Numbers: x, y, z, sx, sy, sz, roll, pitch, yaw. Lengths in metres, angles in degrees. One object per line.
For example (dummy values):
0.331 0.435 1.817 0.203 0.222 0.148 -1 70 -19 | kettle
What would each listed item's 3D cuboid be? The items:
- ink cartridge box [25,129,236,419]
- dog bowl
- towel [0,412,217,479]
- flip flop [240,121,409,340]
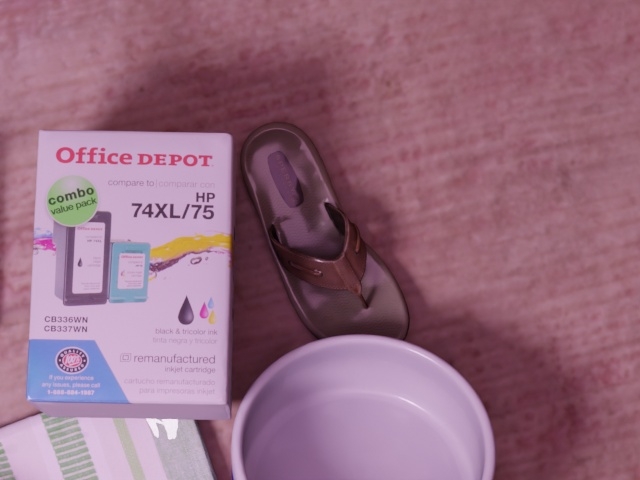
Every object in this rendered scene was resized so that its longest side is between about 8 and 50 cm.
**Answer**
-0.186 0.039 1.799 0.198 0.197 0.270 1 80 -2 | ink cartridge box
0.041 0.231 1.795 0.265 0.104 0.265 2 54 -2 | dog bowl
-0.264 0.299 1.864 0.325 0.038 0.248 -20 84 -6 | towel
0.000 0.000 1.878 0.112 0.080 0.277 -25 88 -3 | flip flop
